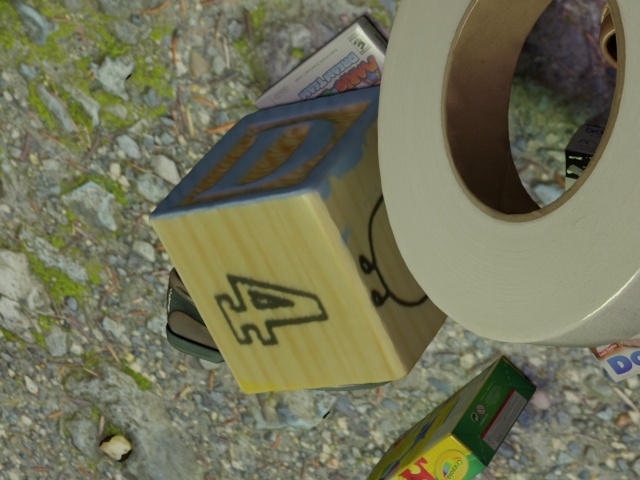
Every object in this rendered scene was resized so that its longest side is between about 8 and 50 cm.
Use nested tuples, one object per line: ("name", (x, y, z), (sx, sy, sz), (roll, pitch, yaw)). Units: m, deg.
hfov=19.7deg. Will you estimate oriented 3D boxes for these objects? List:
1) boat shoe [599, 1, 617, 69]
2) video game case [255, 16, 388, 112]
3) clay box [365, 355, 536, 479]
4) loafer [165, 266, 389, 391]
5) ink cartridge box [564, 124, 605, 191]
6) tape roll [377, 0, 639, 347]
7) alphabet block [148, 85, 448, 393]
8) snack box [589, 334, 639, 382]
("boat shoe", (0.361, -0.122, 1.400), (0.324, 0.116, 0.123), (18, 130, 21))
("video game case", (0.034, -0.111, 1.683), (0.143, 0.019, 0.157), (48, 134, -9))
("clay box", (0.108, 0.215, 1.805), (0.053, 0.127, 0.222), (43, 135, -2))
("loafer", (-0.045, 0.084, 1.832), (0.267, 0.096, 0.084), (9, 121, 29))
("ink cartridge box", (0.309, -0.029, 1.553), (0.207, 0.046, 0.097), (13, 130, 23))
("tape roll", (0.182, -0.112, 1.382), (0.392, 0.072, 0.392), (-16, 70, 54))
("alphabet block", (0.000, 0.000, 1.645), (0.193, 0.192, 0.197), (-8, 120, 38))
("snack box", (0.315, 0.071, 1.640), (0.178, 0.022, 0.064), (-28, 106, 42))
